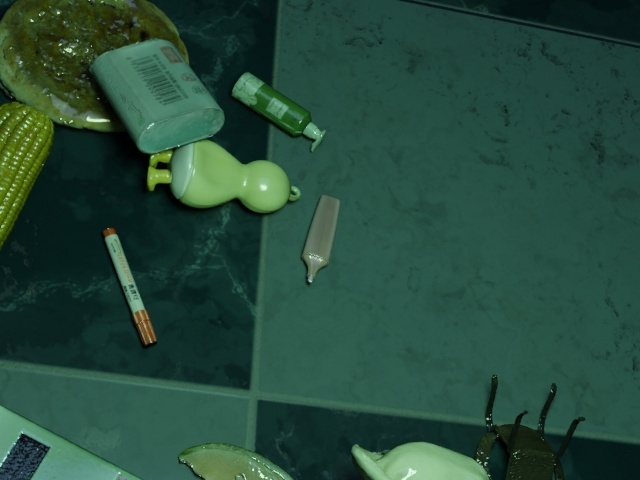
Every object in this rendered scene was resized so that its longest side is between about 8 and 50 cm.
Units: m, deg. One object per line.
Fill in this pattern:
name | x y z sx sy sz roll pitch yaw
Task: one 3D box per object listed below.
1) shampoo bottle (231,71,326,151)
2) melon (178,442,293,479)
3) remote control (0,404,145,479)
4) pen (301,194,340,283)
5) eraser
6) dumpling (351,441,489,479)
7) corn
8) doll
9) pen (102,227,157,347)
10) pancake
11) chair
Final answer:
shampoo bottle | -0.080 -0.258 2.095 0.204 0.065 0.065 34 58 5
melon | -0.139 0.380 1.722 0.182 0.054 0.098 37 73 8
remote control | -0.412 0.385 1.631 0.344 0.050 0.145 28 57 1
pen | 0.000 0.000 1.983 0.053 0.032 0.197 19 55 -5
eraser | -0.302 -0.268 1.916 0.174 0.081 0.227 -21 53 -21
dumpling | 0.187 0.438 1.659 0.318 0.187 0.243 21 12 -23
corn | -0.572 -0.090 1.820 0.131 0.131 0.345 17 58 -6
doll | -0.180 -0.112 1.959 0.296 0.117 0.141 17 50 -22
pen | -0.338 0.081 1.843 0.028 0.028 0.239 -15 65 -23
pancake | -0.452 -0.371 2.048 0.382 0.071 0.382 7 60 -13
chair | 0.364 0.368 1.841 0.174 0.149 0.213 9 101 -14
